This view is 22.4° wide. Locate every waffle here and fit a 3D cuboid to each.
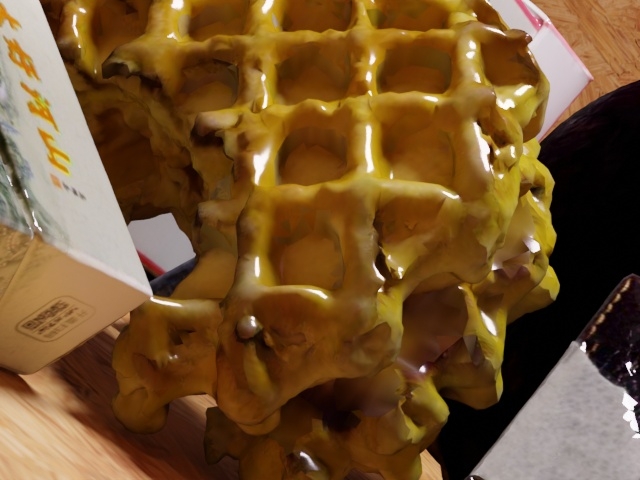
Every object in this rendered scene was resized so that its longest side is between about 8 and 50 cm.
[{"bbox_3d":[-0.038,-0.037,0.763,0.324,0.261,0.151,41,-21,33],"label":"waffle"}]

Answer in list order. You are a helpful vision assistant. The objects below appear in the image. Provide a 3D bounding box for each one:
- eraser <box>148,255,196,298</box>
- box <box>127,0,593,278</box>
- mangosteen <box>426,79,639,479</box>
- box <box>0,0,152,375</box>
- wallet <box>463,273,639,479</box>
[{"bbox_3d":[0.000,0.000,0.925,0.046,0.212,0.092,62,4,4],"label":"eraser"},{"bbox_3d":[-0.064,-0.131,1.114,0.314,0.312,0.300,39,-1,42],"label":"box"},{"bbox_3d":[0.222,0.094,0.925,0.382,0.382,0.435,35,-32,-17],"label":"mangosteen"},{"bbox_3d":[-0.177,-0.063,0.565,0.256,0.069,0.164,32,28,-56],"label":"box"},{"bbox_3d":[0.180,0.138,0.618,0.262,0.221,0.071,30,-36,20],"label":"wallet"}]
